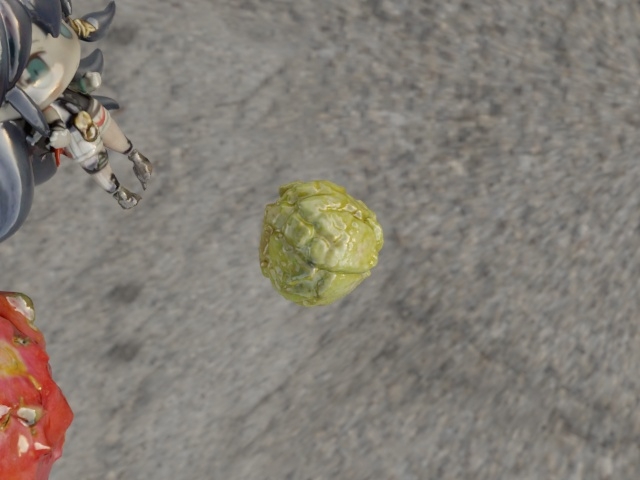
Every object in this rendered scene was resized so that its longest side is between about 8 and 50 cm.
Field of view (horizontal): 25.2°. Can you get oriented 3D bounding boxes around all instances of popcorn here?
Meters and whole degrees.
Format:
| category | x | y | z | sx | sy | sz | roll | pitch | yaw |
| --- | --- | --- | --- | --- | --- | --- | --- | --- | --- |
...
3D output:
| category | x | y | z | sx | sy | sz | roll | pitch | yaw |
| --- | --- | --- | --- | --- | --- | --- | --- | --- | --- |
| popcorn | 0.000 | 0.000 | 1.280 | 0.106 | 0.116 | 0.120 | -16 | 112 | -17 |

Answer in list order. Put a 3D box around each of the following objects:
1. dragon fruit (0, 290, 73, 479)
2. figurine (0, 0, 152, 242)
| category | x | y | z | sx | sy | sz | roll | pitch | yaw |
| --- | --- | --- | --- | --- | --- | --- | --- | --- | --- |
| dragon fruit | -0.276 | 0.128 | 0.853 | 0.268 | 0.205 | 0.210 | -16 | 81 | 34 |
| figurine | -0.256 | -0.127 | 1.167 | 0.197 | 0.175 | 0.265 | -13 | 126 | -4 |
